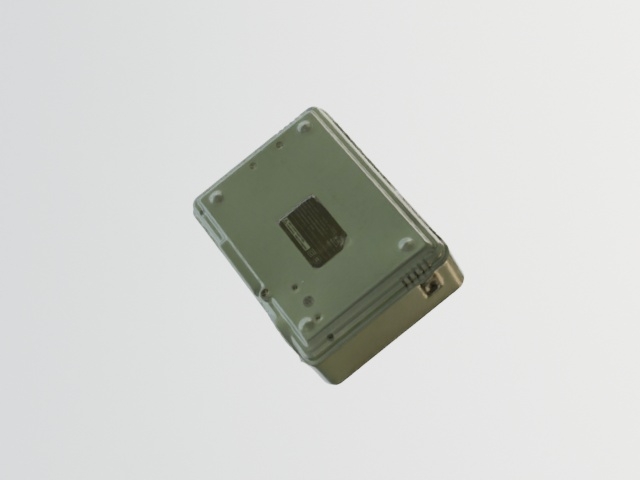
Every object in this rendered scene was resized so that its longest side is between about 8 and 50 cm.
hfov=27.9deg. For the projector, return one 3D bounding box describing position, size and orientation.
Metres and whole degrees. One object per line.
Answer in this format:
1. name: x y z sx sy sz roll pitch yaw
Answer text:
1. projector: 0.000 0.000 1.360 0.192 0.256 0.099 -39 -32 0
